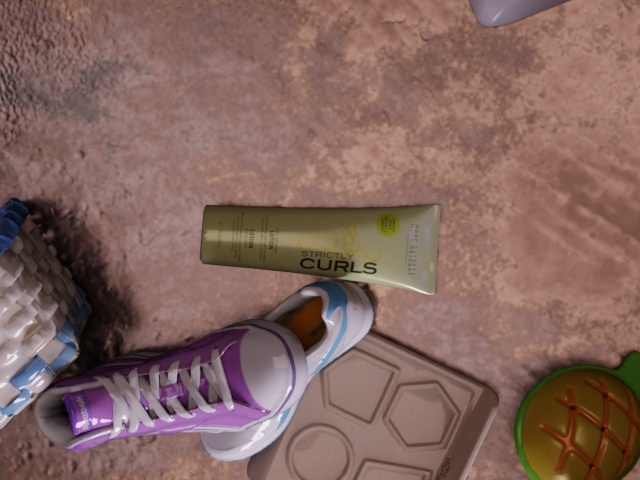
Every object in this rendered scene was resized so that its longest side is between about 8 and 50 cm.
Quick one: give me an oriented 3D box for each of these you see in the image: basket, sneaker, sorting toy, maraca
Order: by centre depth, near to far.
[{"bbox_3d":[-0.153,0.153,1.646,0.282,0.161,0.102,-17,88,37],"label":"sneaker"},{"bbox_3d":[-0.371,0.037,1.676,0.201,0.255,0.289,-40,99,7],"label":"basket"},{"bbox_3d":[0.274,0.180,1.703,0.186,0.099,0.127,-19,92,-20],"label":"maraca"},{"bbox_3d":[-0.051,0.126,1.714,0.087,0.092,0.228,46,104,24],"label":"sneaker"},{"bbox_3d":[0.053,0.198,1.754,0.208,0.038,0.193,25,94,9],"label":"sorting toy"}]

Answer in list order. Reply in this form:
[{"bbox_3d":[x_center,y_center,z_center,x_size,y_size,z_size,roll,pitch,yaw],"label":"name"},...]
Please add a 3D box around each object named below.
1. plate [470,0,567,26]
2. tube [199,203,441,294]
[{"bbox_3d":[0.246,-0.384,1.710,0.277,0.045,0.278,-19,90,5],"label":"plate"},{"bbox_3d":[0.000,0.000,1.740,0.240,0.062,0.070,4,135,-1],"label":"tube"}]
